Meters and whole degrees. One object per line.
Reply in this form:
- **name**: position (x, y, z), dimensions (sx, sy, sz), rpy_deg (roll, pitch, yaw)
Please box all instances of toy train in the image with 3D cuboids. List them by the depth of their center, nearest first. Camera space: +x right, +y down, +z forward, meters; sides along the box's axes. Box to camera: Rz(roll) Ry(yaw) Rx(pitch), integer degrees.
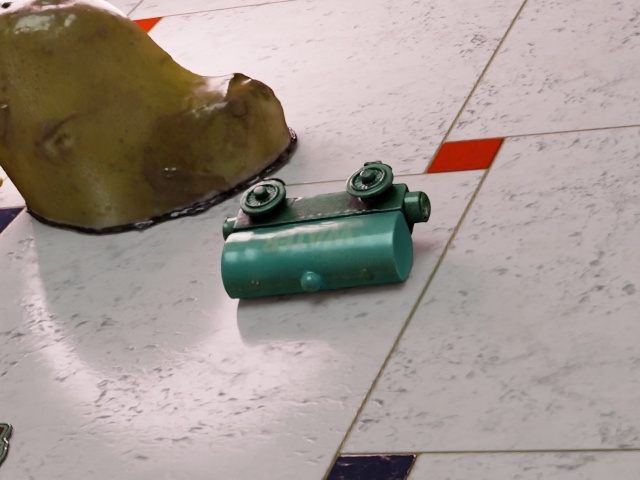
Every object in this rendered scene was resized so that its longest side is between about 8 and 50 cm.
- **toy train**: position (0.000, 0.000, 2.046), dimensions (0.248, 0.101, 0.159), rpy_deg (-8, 40, 19)

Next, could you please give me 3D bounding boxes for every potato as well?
- **potato**: position (-0.268, -0.196, 2.362), dimensions (0.397, 0.296, 0.290), rpy_deg (-7, 29, 22)

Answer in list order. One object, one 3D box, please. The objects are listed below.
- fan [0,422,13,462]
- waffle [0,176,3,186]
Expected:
- **fan**: position (-0.431, 0.237, 1.914), dimensions (0.220, 0.009, 0.132), rpy_deg (-8, 27, 15)
- **waffle**: position (-0.555, -0.048, 2.500), dimensions (0.232, 0.051, 0.228), rpy_deg (-9, 27, 14)
